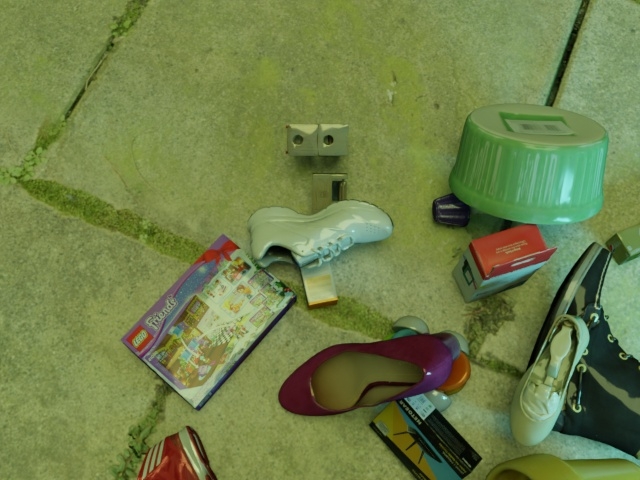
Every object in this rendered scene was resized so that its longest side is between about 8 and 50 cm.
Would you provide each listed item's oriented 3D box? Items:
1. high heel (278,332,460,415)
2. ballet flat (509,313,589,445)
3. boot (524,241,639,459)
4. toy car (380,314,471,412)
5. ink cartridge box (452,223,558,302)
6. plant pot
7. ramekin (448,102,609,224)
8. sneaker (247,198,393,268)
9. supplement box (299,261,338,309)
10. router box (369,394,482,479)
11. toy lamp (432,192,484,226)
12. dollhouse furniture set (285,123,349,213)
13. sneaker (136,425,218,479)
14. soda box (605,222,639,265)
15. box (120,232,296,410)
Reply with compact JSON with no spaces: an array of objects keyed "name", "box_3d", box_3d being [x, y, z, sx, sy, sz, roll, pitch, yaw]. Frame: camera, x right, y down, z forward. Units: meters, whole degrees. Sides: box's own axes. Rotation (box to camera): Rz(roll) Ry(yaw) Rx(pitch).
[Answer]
[{"name":"high heel","box_3d":[0.052,0.241,1.217,0.377,0.181,0.127,-27,82,25]},{"name":"ballet flat","box_3d":[0.399,0.241,1.233,0.086,0.086,0.249,24,81,8]},{"name":"boot","box_3d":[0.559,0.216,1.318,0.284,0.138,0.378,22,74,15]},{"name":"toy car","box_3d":[0.196,0.226,1.321,0.181,0.136,0.159,21,70,6]},{"name":"ink cartridge box","box_3d":[0.348,0.038,1.346,0.134,0.231,0.078,-17,71,-8]},{"name":"plant pot","box_3d":[0.442,0.479,1.188,0.238,0.254,0.254,-6,69,-21]},{"name":"ramekin","box_3d":[0.414,-0.164,1.384,0.303,0.148,0.303,2,28,-1]},{"name":"sneaker","box_3d":[0.000,0.000,1.404,0.296,0.111,0.129,-7,48,6]},{"name":"supplement box","box_3d":[-0.005,0.085,1.423,0.062,0.036,0.099,-10,69,-6]},{"name":"router box","box_3d":[0.187,0.364,1.270,0.179,0.133,0.046,46,46,15]},{"name":"toy lamp","box_3d":[0.373,-0.074,1.472,0.274,0.080,0.080,-6,69,-4]},{"name":"dollhouse furniture set","box_3d":[-0.008,-0.155,1.489,0.128,0.129,0.184,1,99,-1]},{"name":"sneaker","box_3d":[-0.249,0.460,1.262,0.128,0.087,0.221,-26,60,-2]},{"name":"soda box","box_3d":[0.697,-0.014,1.465,0.181,0.061,0.058,-22,70,-10]},{"name":"box","box_3d":[-0.215,0.156,1.380,0.201,0.057,0.293,39,73,12]}]
